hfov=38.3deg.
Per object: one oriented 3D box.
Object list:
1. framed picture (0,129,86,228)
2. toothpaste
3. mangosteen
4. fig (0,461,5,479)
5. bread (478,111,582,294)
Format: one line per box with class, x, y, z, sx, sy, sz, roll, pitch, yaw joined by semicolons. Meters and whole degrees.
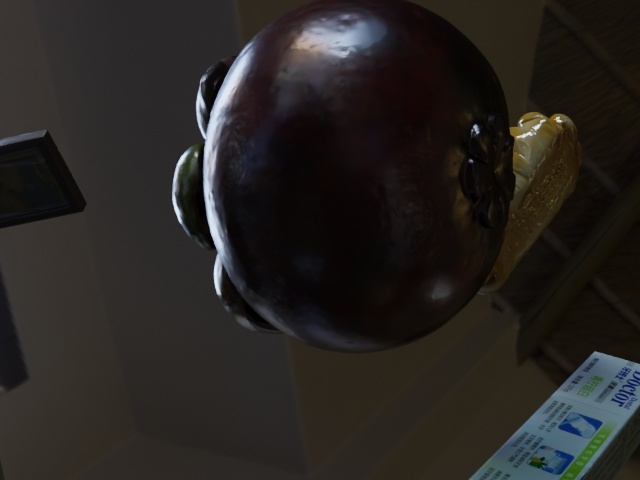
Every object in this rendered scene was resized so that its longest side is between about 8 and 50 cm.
framed picture;-0.429;-0.080;1.280;0.169;0.023;0.128;-10;-54;13
toothpaste;0.226;0.199;0.844;0.081;0.336;0.067;15;-66;33
mangosteen;0.003;-0.032;0.479;0.200;0.200;0.199;16;-60;31
fig;-0.382;0.190;0.679;0.316;0.316;0.316;16;-60;31
bread;0.289;-0.068;1.419;0.121;0.311;0.172;19;-34;43
